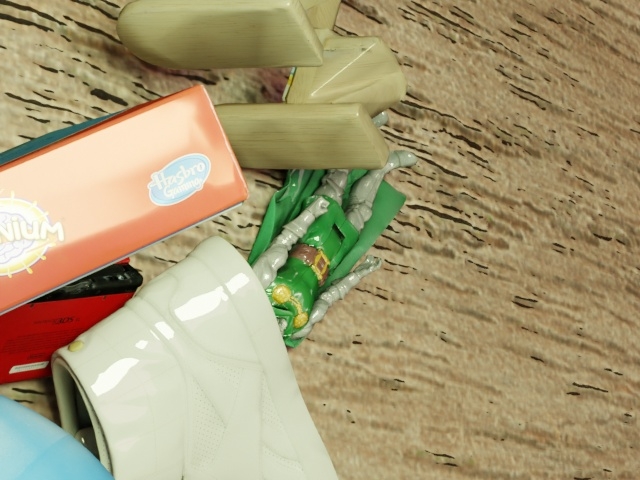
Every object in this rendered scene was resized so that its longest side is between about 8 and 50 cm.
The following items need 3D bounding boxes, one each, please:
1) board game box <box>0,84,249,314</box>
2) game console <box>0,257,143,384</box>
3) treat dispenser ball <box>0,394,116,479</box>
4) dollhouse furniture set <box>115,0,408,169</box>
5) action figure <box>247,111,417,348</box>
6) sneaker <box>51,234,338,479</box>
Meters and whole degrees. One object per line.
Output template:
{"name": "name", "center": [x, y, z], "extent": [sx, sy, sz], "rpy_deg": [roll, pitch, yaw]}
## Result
{"name": "board game box", "center": [-0.226, 0.018, 0.894], "extent": [0.317, 0.242, 0.064], "rpy_deg": [-26, 99, -26]}
{"name": "game console", "center": [-0.192, 0.021, 1.122], "extent": [0.085, 0.124, 0.144], "rpy_deg": [44, 24, 23]}
{"name": "treat dispenser ball", "center": [-0.219, 0.212, 0.889], "extent": [0.288, 0.288, 0.288], "rpy_deg": [13, 71, -45]}
{"name": "dollhouse furniture set", "center": [-0.088, -0.301, 1.257], "extent": [0.394, 0.257, 0.362], "rpy_deg": [55, 44, -52]}
{"name": "action figure", "center": [0.000, 0.000, 1.347], "extent": [0.137, 0.063, 0.232], "rpy_deg": [51, 52, -30]}
{"name": "sneaker", "center": [-0.088, 0.156, 1.197], "extent": [0.169, 0.108, 0.292], "rpy_deg": [-34, 122, -21]}
